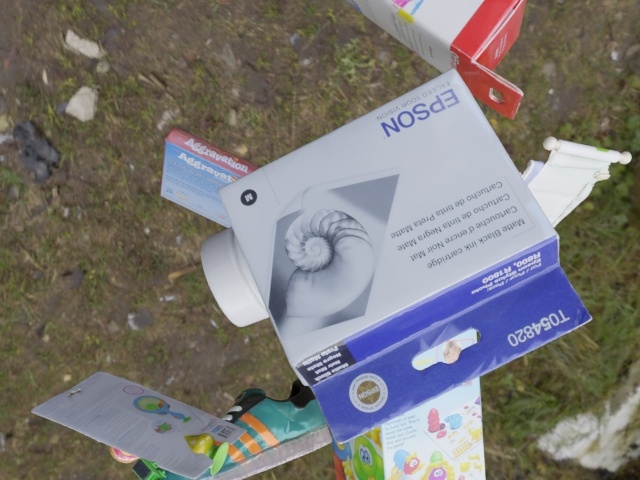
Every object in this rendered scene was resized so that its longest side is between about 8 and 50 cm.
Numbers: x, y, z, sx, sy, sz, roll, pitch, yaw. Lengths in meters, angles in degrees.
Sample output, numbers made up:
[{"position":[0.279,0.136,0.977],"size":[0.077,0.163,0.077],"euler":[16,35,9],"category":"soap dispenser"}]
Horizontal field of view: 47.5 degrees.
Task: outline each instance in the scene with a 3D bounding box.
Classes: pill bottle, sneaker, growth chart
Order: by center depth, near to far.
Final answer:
[{"position":[0.000,0.000,0.756],"size":[0.229,0.131,0.131],"euler":[-24,126,9],"category":"pill bottle"},{"position":[0.259,-0.041,0.922],"size":[0.171,0.021,0.237],"euler":[9,135,-35],"category":"growth chart"},{"position":[-0.128,0.292,1.082],"size":[0.302,0.121,0.108],"euler":[-12,166,-34],"category":"sneaker"}]

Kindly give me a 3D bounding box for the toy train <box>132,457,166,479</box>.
[{"position":[-0.125,0.209,0.597],"size":[0.017,0.083,0.024],"euler":[-52,148,-9],"category":"toy train"}]

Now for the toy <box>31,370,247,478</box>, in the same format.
[{"position":[-0.230,0.247,0.930],"size":[0.237,0.137,0.056],"euler":[13,105,18],"category":"toy"}]

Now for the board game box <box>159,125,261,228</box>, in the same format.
[{"position":[-0.071,-0.040,0.935],"size":[0.281,0.145,0.027],"euler":[26,63,-3],"category":"board game box"}]

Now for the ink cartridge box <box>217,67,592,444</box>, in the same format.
[{"position":[0.059,0.009,0.565],"size":[0.223,0.224,0.045],"euler":[-27,161,2],"category":"ink cartridge box"}]

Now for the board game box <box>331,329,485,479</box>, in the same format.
[{"position":[0.100,0.203,0.900],"size":[0.144,0.142,0.276],"euler":[-10,101,-25],"category":"board game box"}]

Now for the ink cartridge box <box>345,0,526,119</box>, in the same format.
[{"position":[0.107,-0.215,0.660],"size":[0.231,0.134,0.078],"euler":[39,97,9],"category":"ink cartridge box"}]
